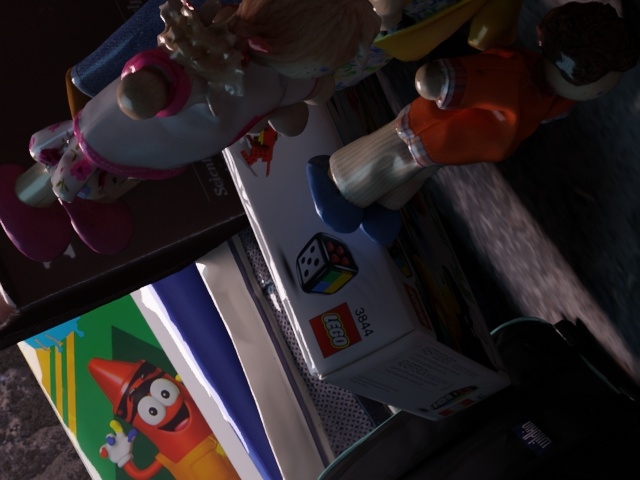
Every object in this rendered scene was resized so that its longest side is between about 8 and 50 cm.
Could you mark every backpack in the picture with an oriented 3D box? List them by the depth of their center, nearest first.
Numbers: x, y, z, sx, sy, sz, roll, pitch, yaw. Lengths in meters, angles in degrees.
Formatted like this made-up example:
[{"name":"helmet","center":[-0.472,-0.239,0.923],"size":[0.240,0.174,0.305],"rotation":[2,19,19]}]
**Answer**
[{"name":"backpack","center":[0.093,0.155,0.822],"size":[0.166,0.188,0.144],"rotation":[48,165,49]}]

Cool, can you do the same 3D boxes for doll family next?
[{"name":"doll family","center":[0.004,-0.083,0.521],"size":[0.263,0.163,0.118],"rotation":[-6,-114,-54]}]

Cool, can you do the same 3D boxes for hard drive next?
[{"name":"hard drive","center":[0.011,0.100,1.097],"size":[0.318,0.210,0.040],"rotation":[57,136,19]}]

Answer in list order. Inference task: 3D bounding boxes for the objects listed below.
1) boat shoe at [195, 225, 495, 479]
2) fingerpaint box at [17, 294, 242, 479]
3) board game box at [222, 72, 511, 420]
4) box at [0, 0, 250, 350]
[{"name":"boat shoe","center":[0.010,0.020,1.000],"size":[0.127,0.158,0.340],"rotation":[67,180,-72]},{"name":"fingerpaint box","center":[-0.051,0.151,1.334],"size":[0.371,0.163,0.445],"rotation":[56,-171,24]},{"name":"board game box","center":[-0.007,-0.067,0.755],"size":[0.305,0.053,0.193],"rotation":[68,-168,17]},{"name":"box","center":[-0.148,-0.047,0.851],"size":[0.168,0.167,0.203],"rotation":[65,154,2]}]
